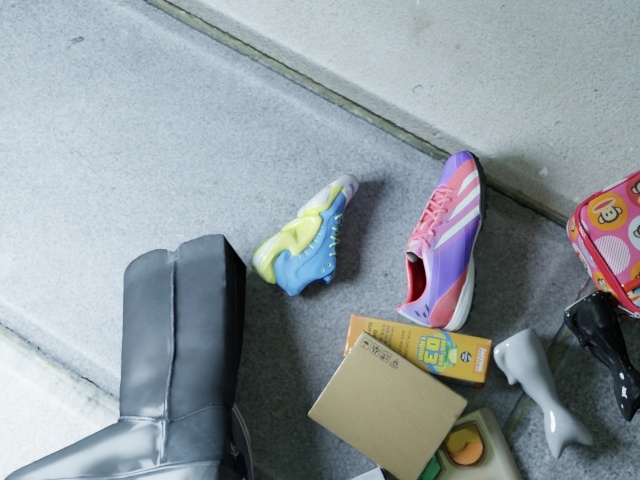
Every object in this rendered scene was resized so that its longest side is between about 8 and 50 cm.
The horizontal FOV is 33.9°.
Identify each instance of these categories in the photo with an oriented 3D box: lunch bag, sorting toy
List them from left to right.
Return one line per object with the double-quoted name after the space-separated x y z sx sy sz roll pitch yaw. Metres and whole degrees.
0.212 0.384 1.658 0.208 0.038 0.193 -21 71 -4 "sorting toy"
0.582 0.002 1.727 0.293 0.120 0.258 -28 76 -4 "lunch bag"

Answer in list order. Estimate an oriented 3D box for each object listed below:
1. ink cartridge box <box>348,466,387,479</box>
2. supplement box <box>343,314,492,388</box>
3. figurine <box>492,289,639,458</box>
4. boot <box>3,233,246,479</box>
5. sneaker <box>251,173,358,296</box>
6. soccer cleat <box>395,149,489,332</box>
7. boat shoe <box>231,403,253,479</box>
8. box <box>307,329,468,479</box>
0.019 0.440 1.635 0.207 0.046 0.097 -25 71 3 "ink cartridge box"
0.158 0.181 1.709 0.233 0.080 0.078 10 75 5 "supplement box"
0.412 0.219 1.680 0.215 0.092 0.209 -27 76 -5 "figurine"
-0.299 0.210 1.632 0.367 0.146 0.445 -7 54 4 "boot"
0.000 0.000 1.787 0.240 0.091 0.126 -43 93 -11 "sneaker"
0.201 -0.010 1.740 0.116 0.108 0.318 14 73 -18 "soccer cleat"
-0.163 0.374 1.621 0.127 0.158 0.340 -15 72 -2 "boat shoe"
0.105 0.265 1.655 0.201 0.021 0.164 34 91 6 "box"
